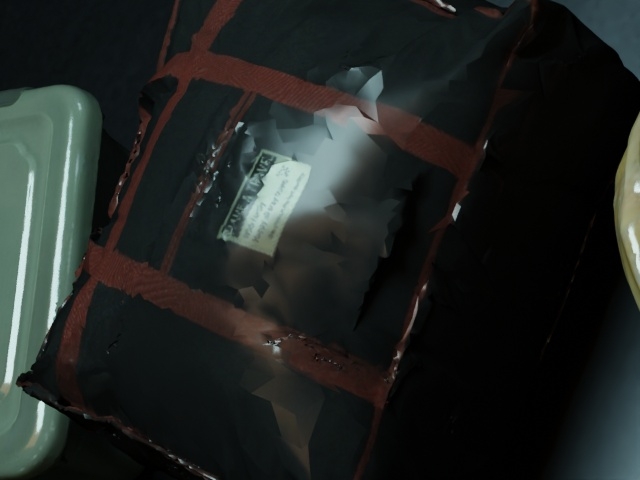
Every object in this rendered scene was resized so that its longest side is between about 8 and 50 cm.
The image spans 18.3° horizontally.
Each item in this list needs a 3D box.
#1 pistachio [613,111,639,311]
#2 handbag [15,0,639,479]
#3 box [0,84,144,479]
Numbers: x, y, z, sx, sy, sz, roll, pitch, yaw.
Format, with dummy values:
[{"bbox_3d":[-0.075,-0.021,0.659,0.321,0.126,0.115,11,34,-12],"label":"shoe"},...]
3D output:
[{"bbox_3d":[0.191,0.012,0.616,0.229,0.157,0.157,38,93,25],"label":"pistachio"},{"bbox_3d":[0.000,0.000,0.728,0.169,0.155,0.215,18,82,39],"label":"handbag"},{"bbox_3d":[-0.128,0.031,0.839,0.124,0.093,0.172,-7,68,30],"label":"box"}]
